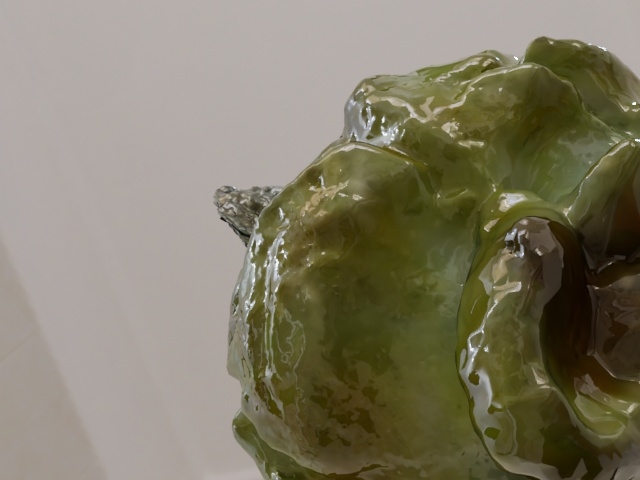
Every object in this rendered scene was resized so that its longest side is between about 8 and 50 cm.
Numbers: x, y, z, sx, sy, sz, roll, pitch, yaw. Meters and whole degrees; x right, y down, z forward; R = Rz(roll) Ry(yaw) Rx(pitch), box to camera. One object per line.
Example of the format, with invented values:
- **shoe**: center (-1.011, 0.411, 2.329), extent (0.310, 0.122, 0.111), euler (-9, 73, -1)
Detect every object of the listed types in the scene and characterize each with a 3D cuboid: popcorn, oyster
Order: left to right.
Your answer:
- **oyster**: center (0.000, 0.000, 1.215), extent (0.177, 0.125, 0.064), euler (21, -74, -3)
- **popcorn**: center (0.065, 0.033, 0.505), extent (0.198, 0.212, 0.198), euler (1, -93, -13)
